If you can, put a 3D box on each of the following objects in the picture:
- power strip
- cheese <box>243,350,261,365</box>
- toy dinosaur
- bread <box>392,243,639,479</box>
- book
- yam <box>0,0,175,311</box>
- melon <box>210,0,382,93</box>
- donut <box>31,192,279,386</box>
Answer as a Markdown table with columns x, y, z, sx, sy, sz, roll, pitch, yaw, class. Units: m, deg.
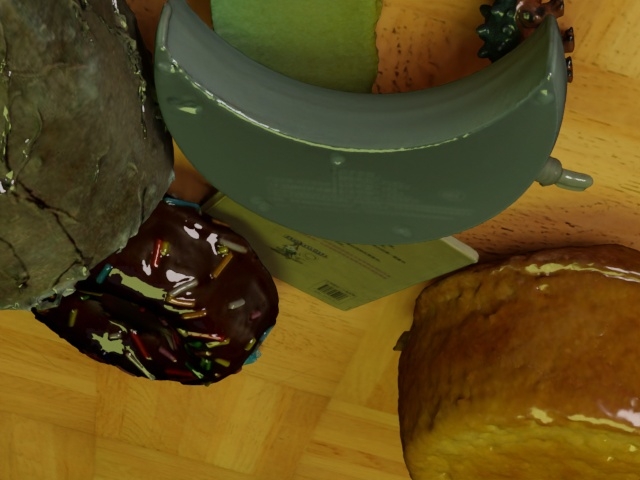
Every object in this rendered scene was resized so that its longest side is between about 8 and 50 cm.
| x | y | z | sx | sy | sz | roll | pitch | yaw | class |
| --- | --- | --- | --- | --- | --- | --- | --- | --- | --- |
| 0.034 | -0.064 | 0.524 | 0.253 | 0.054 | 0.167 | 6 | 143 | 6 | power strip |
| -0.112 | 0.108 | 0.900 | 0.111 | 0.017 | 0.047 | 4 | 138 | 11 | cheese |
| 0.119 | -0.115 | 0.525 | 0.055 | 0.049 | 0.154 | -4 | 134 | 16 | toy dinosaur |
| 0.210 | 0.132 | 0.712 | 0.312 | 0.172 | 0.312 | 10 | 144 | 7 | bread |
| 0.000 | 0.000 | 0.698 | 0.168 | 0.013 | 0.192 | 29 | 153 | -20 | book |
| -0.218 | -0.131 | 0.460 | 0.241 | 0.241 | 0.348 | 0 | 143 | 16 | yam |
| -0.003 | -0.111 | 0.586 | 0.114 | 0.053 | 0.261 | -12 | 143 | 3 | melon |
| -0.151 | 0.043 | 0.753 | 0.235 | 0.089 | 0.235 | 16 | 149 | 10 | donut |
